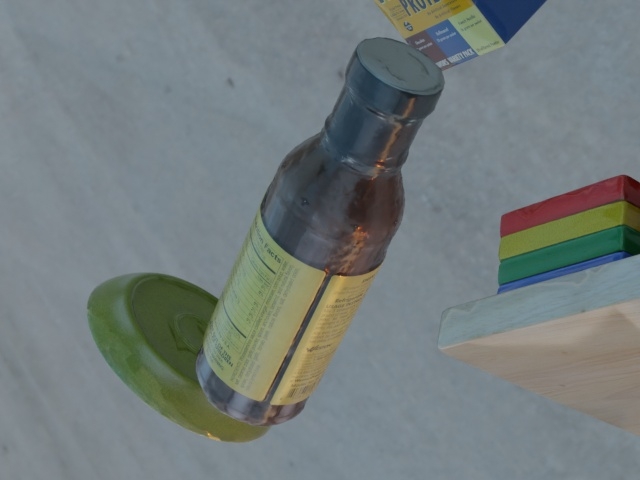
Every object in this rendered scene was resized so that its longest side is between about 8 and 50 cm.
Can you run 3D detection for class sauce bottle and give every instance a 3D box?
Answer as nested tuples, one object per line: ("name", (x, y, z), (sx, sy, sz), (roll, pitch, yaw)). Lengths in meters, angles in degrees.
("sauce bottle", (0.000, 0.000, 0.988), (0.111, 0.111, 0.344), (47, 130, 25))

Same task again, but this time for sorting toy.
("sorting toy", (0.245, 0.036, 0.681), (0.255, 0.089, 0.257), (25, 152, -31))

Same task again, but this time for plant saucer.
("plant saucer", (-0.136, 0.112, 1.336), (0.241, 0.241, 0.037), (48, 114, 22))

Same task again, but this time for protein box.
("protein box", (0.146, -0.319, 1.282), (0.201, 0.200, 0.136), (49, 156, -14))
